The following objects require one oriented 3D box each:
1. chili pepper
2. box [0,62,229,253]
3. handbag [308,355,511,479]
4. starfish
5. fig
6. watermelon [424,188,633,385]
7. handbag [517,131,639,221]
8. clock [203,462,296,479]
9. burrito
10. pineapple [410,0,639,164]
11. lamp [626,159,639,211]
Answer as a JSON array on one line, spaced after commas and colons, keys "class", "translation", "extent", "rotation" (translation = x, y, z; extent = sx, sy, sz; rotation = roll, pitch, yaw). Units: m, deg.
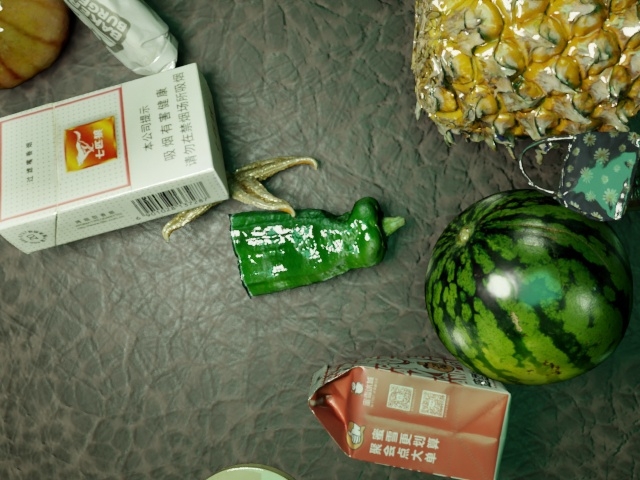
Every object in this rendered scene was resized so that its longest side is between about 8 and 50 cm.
[{"class": "chili pepper", "translation": [0.000, 0.000, 1.093], "extent": [0.271, 0.099, 0.136], "rotation": [-11, 79, 5]}, {"class": "box", "translation": [-0.320, -0.125, 1.065], "extent": [0.330, 0.095, 0.210], "rotation": [-15, 62, 4]}, {"class": "handbag", "translation": [0.125, 0.254, 1.062], "extent": [0.298, 0.171, 0.151], "rotation": [8, 95, 6]}, {"class": "starfish", "translation": [-0.125, -0.079, 1.090], "extent": [0.248, 0.138, 0.050], "rotation": [-12, 135, 7]}, {"class": "fig", "translation": [-0.509, -0.350, 1.062], "extent": [0.235, 0.214, 0.234], "rotation": [6, 105, 23]}, {"class": "watermelon", "translation": [0.292, 0.067, 0.988], "extent": [0.285, 0.285, 0.285], "rotation": [0, 91, 2]}, {"class": "handbag", "translation": [0.322, -0.091, 0.886], "extent": [0.139, 0.072, 0.115], "rotation": [15, 94, 12]}, {"class": "clock", "translation": [-0.116, 0.482, 1.140], "extent": [0.235, 0.029, 0.234], "rotation": [0, 90, 4]}, {"class": "burrito", "translation": [-0.370, -0.416, 0.989], "extent": [0.101, 0.139, 0.445], "rotation": [-39, 128, 4]}, {"class": "pineapple", "translation": [0.279, -0.280, 0.962], "extent": [0.300, 0.352, 0.352], "rotation": [-1, 91, 2]}, {"class": "lamp", "translation": [0.479, -0.088, 0.959], "extent": [0.089, 0.325, 0.090], "rotation": [-7, 89, 2]}]
